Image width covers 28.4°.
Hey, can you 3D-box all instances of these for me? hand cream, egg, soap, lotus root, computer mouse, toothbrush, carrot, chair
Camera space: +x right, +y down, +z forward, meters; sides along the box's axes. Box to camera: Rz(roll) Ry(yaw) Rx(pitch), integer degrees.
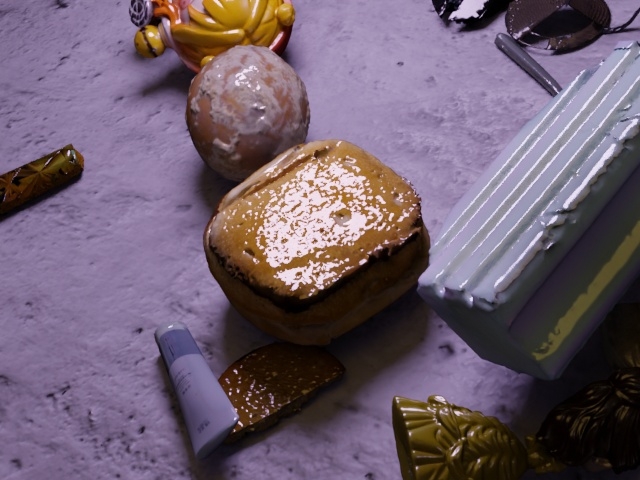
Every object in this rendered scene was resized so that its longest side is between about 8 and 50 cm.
[{"bbox_3d":[-0.176,0.199,1.746,0.079,0.048,0.255,-49,38,11],"label":"hand cream"},{"bbox_3d":[-0.118,-0.199,2.023,0.203,0.203,0.245,-8,51,11],"label":"egg"},{"bbox_3d":[0.324,-0.051,1.607,0.446,0.156,0.261,-50,20,-12],"label":"soap"},{"bbox_3d":[0.423,0.145,1.608,0.143,0.070,0.144,3,45,13],"label":"lotus root"},{"bbox_3d":[0.288,-0.465,2.221,0.146,0.077,0.242,24,59,37],"label":"computer mouse"},{"bbox_3d":[0.362,-0.263,2.040,0.030,0.030,0.297,-7,38,-25],"label":"toothbrush"},{"bbox_3d":[-0.508,-0.096,2.149,0.228,0.069,0.069,-26,45,-8],"label":"carrot"},{"bbox_3d":[0.422,-0.403,2.111,0.213,0.149,0.174,-41,34,36],"label":"chair"}]

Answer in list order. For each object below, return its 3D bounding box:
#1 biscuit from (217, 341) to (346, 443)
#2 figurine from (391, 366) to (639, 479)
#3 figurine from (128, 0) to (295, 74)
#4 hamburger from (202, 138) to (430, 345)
[{"bbox_3d":[-0.073,0.200,1.751,0.206,0.025,0.126,-28,46,-8],"label":"biscuit"},{"bbox_3d":[0.258,0.251,1.529,0.315,0.168,0.187,-9,6,-3],"label":"figurine"},{"bbox_3d":[-0.171,-0.397,2.230,0.320,0.196,0.323,-37,41,-3],"label":"figurine"},{"bbox_3d":[-0.003,0.005,1.804,0.304,0.174,0.284,-34,44,-13],"label":"hamburger"}]
